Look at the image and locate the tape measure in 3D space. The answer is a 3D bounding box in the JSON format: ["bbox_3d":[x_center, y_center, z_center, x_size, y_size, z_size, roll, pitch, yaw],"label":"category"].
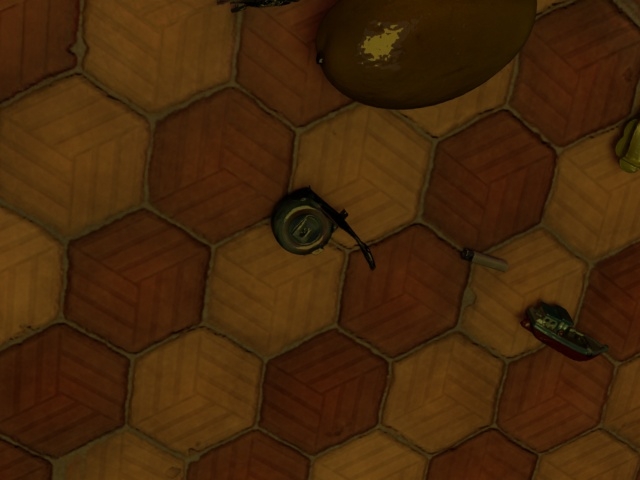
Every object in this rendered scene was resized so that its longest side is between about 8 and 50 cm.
[{"bbox_3d":[-0.002,-0.002,1.560,0.107,0.180,0.104,-48,132,8],"label":"tape measure"}]

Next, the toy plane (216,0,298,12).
[{"bbox_3d":[-0.087,-0.341,1.450,0.120,0.049,0.031,-4,115,6],"label":"toy plane"}]

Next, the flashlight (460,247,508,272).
[{"bbox_3d":[0.276,0.034,1.726,0.083,0.018,0.018,17,110,-20],"label":"flashlight"}]

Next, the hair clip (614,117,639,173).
[{"bbox_3d":[0.536,-0.191,1.676,0.072,0.046,0.173,20,107,-11],"label":"hair clip"}]

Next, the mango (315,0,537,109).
[{"bbox_3d":[0.151,-0.286,1.483,0.331,0.142,0.195,-4,119,-15],"label":"mango"}]

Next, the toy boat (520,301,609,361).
[{"bbox_3d":[0.431,0.162,1.795,0.173,0.069,0.059,29,112,-19],"label":"toy boat"}]
